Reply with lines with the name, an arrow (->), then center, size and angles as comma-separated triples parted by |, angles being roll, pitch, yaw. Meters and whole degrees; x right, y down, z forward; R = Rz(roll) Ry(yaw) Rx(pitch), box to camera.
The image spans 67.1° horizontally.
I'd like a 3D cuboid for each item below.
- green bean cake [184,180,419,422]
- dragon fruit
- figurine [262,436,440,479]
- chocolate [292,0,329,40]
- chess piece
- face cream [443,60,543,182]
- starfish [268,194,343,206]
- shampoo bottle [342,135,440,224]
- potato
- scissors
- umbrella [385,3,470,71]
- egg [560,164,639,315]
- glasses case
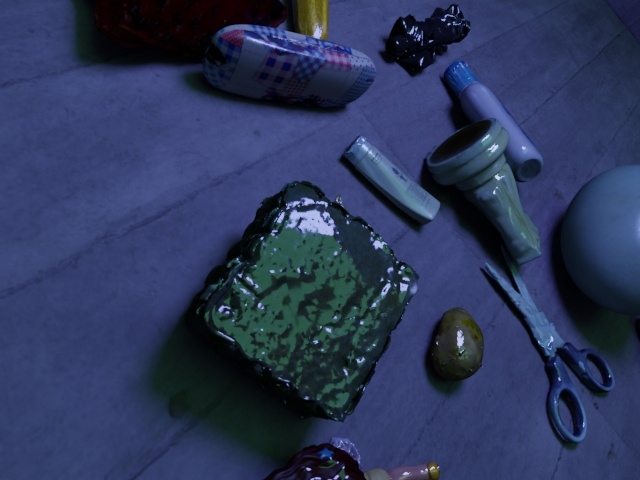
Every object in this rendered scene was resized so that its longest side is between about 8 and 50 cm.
green bean cake -> -0.020, 0.076, 0.644 | 0.241, 0.132, 0.255 | 37, 64, -12
dragon fruit -> -0.263, -0.443, 0.821 | 0.329, 0.228, 0.286 | 44, 15, 19
figurine -> 0.033, 0.316, 0.577 | 0.240, 0.116, 0.175 | 6, 53, -27
chocolate -> -0.017, -0.443, 0.982 | 0.085, 0.085, 0.219 | 9, 66, -29
chess piece -> 0.370, -0.094, 1.019 | 0.298, 0.176, 0.176 | 52, 49, -15
face cream -> 0.401, -0.293, 1.148 | 0.163, 0.080, 0.337 | 21, 39, -57
starfish -> 0.000, 0.000, 0.766 | 0.208, 0.053, 0.176 | 35, 70, -13
shampoo bottle -> 0.137, -0.115, 0.926 | 0.212, 0.049, 0.072 | 39, 55, -9
potato -> 0.237, 0.175, 0.824 | 0.091, 0.070, 0.138 | 38, 51, -12
scissors -> 0.460, 0.184, 0.993 | 0.256, 0.029, 0.383 | -23, 79, -40
umbrella -> 0.258, -0.492, 1.174 | 0.110, 0.122, 0.272 | 25, 43, 37
egg -> 0.693, -0.007, 1.084 | 0.276, 0.276, 0.389 | 37, 50, -11
glasses case -> -0.045, -0.302, 0.857 | 0.327, 0.125, 0.076 | -3, 68, -34
